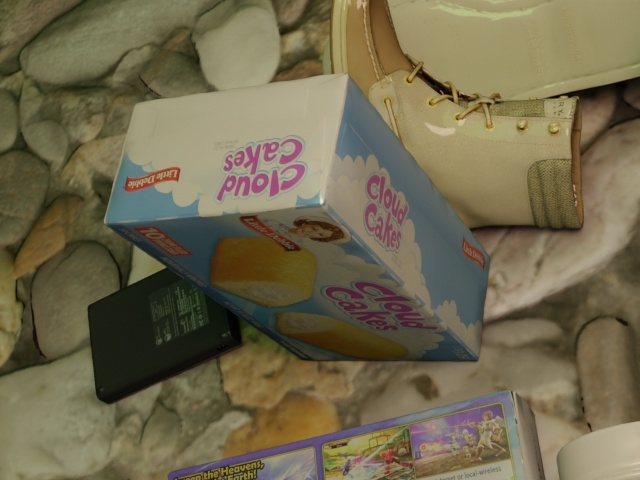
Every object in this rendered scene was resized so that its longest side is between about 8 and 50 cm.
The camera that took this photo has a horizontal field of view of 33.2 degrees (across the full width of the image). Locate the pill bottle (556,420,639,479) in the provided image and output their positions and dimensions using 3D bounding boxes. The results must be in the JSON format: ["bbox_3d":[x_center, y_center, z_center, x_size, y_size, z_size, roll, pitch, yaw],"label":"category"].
[{"bbox_3d":[0.195,0.218,0.588,0.124,0.124,0.222,-18,59,20],"label":"pill bottle"}]

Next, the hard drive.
[{"bbox_3d":[-0.136,0.071,0.911,0.135,0.022,0.094,-25,56,16],"label":"hard drive"}]

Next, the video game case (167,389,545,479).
[{"bbox_3d":[0.028,0.249,0.703,0.269,0.061,0.244,-17,59,20],"label":"video game case"}]

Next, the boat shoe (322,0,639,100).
[{"bbox_3d":[0.149,-0.153,0.830,0.305,0.091,0.109,-6,101,29],"label":"boat shoe"}]

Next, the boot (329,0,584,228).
[{"bbox_3d":[0.101,-0.098,0.770,0.165,0.213,0.077,-3,27,26],"label":"boot"}]

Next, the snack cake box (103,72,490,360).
[{"bbox_3d":[0.000,0.000,0.721,0.152,0.264,0.089,-2,65,28],"label":"snack cake box"}]
